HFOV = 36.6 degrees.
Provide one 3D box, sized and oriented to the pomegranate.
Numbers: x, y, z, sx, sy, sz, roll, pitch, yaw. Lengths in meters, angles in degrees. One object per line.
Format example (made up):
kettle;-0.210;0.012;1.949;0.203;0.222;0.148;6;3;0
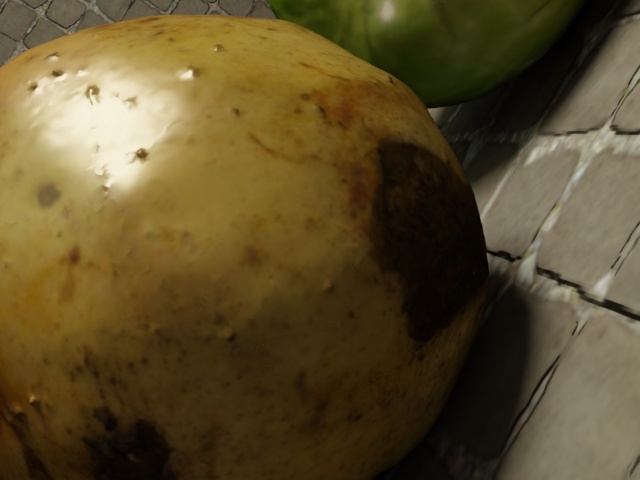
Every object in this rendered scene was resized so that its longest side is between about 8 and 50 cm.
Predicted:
pomegranate;-0.058;0.018;0.485;0.281;0.281;0.281;-53;14;20

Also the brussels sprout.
brussels sprout;0.078;-0.200;0.622;0.244;0.244;0.244;-53;14;20
